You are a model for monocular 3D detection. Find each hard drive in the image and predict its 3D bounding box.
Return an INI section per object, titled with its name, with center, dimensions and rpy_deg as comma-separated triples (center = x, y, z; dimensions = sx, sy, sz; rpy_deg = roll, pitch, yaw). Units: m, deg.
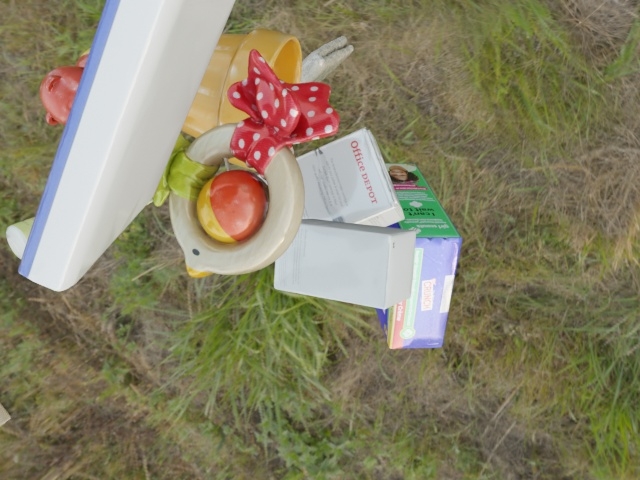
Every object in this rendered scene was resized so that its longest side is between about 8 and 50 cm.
[hard drive]
center = -0.118, -0.140, 0.426
dimensions = 0.040, 0.210, 0.318
rpy_deg = 26, 113, -9

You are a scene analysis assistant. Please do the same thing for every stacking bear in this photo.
[stacking bear]
center = -0.398, -0.305, 1.095
dimensions = 0.164, 0.289, 0.175
rpy_deg = 44, 137, 5

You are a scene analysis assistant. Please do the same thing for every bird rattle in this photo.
[bird rattle]
center = -0.089, -0.068, 0.620
dimensions = 0.254, 0.143, 0.206
rpy_deg = -16, 84, 15

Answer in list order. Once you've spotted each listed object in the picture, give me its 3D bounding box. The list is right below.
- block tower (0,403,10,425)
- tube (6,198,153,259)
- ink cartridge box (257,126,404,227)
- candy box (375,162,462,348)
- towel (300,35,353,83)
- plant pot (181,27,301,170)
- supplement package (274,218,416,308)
[block tower]
center = -0.422, 0.199, 0.628
dimensions = 0.097, 0.091, 0.335
rpy_deg = 55, 144, -1
[tube]
center = -0.404, -0.040, 0.962
dimensions = 0.070, 0.240, 0.062
rpy_deg = 50, 131, 6
[ink cartridge box]
center = 0.017, -0.076, 0.988
dimensions = 0.218, 0.092, 0.158
rpy_deg = -22, 71, 14
[candy box]
center = 0.171, 0.023, 1.177
dimensions = 0.122, 0.317, 0.268
rpy_deg = -3, 123, -9
[towel]
center = -0.032, -0.332, 1.157
dimensions = 0.187, 0.282, 0.049
rpy_deg = -39, 100, 26
[plant pot]
center = -0.149, -0.225, 0.853
dimensions = 0.188, 0.205, 0.205
rpy_deg = 17, 116, 7
[supplement package]
center = 0.036, 0.028, 0.831
dimensions = 0.180, 0.105, 0.105
rpy_deg = 8, 97, 29
